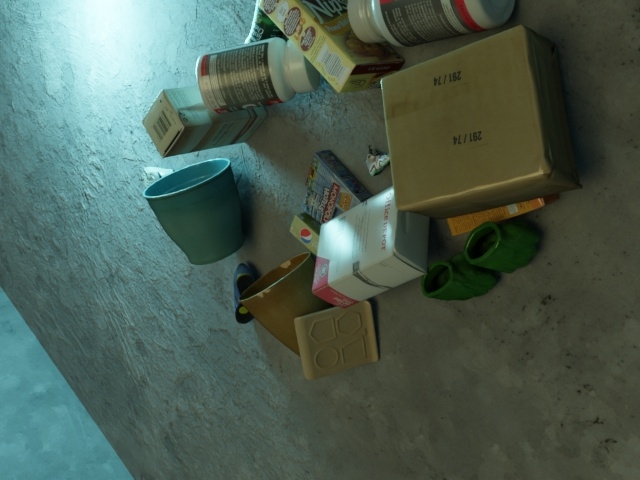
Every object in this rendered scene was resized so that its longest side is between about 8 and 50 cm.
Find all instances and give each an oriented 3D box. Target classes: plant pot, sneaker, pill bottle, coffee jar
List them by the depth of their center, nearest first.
[{"bbox_3d":[0.217,-0.495,1.380,0.319,0.176,0.176,1,105,43],"label":"pill bottle"},{"bbox_3d":[0.140,-0.208,1.648,0.098,0.038,0.069,-38,78,43],"label":"sneaker"},{"bbox_3d":[-0.154,-0.420,1.707,0.283,0.161,0.161,-6,101,17],"label":"pill bottle"},{"bbox_3d":[-0.138,-0.557,1.767,0.096,0.079,0.184,42,129,26],"label":"coffee jar"},{"bbox_3d":[-0.059,0.199,1.871,0.237,0.237,0.254,-23,104,45],"label":"plant pot"},{"bbox_3d":[-0.352,-0.077,2.025,0.272,0.272,0.255,2,120,43],"label":"plant pot"},{"bbox_3d":[-0.241,0.167,2.132,0.082,0.069,0.209,-114,23,-54],"label":"sneaker"},{"bbox_3d":[-0.536,-0.207,2.268,0.235,0.095,0.090,24,126,59],"label":"sneaker"}]

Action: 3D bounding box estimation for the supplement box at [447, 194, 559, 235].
[{"bbox_3d":[0.378,-0.080,1.438,0.233,0.078,0.080,-24,87,45],"label":"supplement box"}]

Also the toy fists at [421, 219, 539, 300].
[{"bbox_3d":[0.348,0.048,1.470,0.279,0.142,0.096,-47,42,41],"label":"toy fists"}]

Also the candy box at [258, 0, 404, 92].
[{"bbox_3d":[0.024,-0.482,1.564,0.316,0.183,0.087,51,132,18],"label":"candy box"}]

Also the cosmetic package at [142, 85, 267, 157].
[{"bbox_3d":[-0.315,-0.336,1.857,0.153,0.296,0.129,-42,75,45],"label":"cosmetic package"}]

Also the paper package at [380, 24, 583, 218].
[{"bbox_3d":[0.307,-0.218,1.327,0.325,0.168,0.309,-14,76,39],"label":"paper package"}]

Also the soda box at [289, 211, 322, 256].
[{"bbox_3d":[0.000,0.000,1.839,0.181,0.058,0.061,43,129,26],"label":"soda box"}]

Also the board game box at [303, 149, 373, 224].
[{"bbox_3d":[0.045,-0.104,1.760,0.194,0.060,0.194,37,127,30],"label":"board game box"}]

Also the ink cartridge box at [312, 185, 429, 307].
[{"bbox_3d":[0.120,0.018,1.613,0.283,0.117,0.207,-28,43,43],"label":"ink cartridge box"}]

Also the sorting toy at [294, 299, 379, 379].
[{"bbox_3d":[0.043,0.262,1.801,0.038,0.208,0.193,-124,22,-67],"label":"sorting toy"}]
